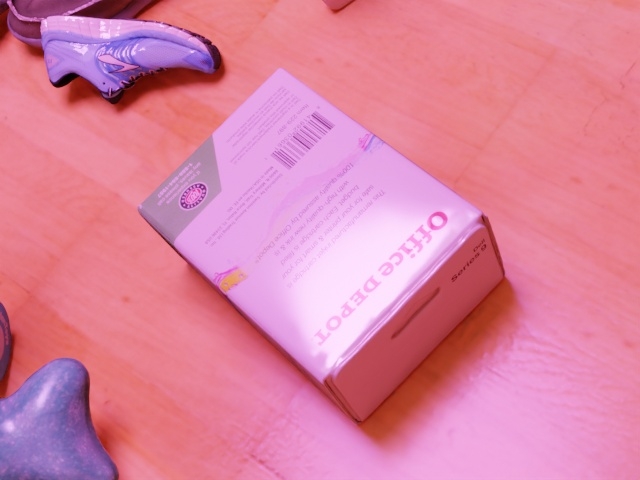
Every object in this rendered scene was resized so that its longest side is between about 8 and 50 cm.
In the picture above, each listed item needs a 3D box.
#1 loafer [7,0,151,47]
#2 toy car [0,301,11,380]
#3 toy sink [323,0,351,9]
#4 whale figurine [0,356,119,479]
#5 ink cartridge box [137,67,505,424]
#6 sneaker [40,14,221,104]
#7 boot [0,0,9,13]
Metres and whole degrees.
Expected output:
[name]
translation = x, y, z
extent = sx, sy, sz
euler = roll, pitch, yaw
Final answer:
[loafer]
translation = -0.179, -0.262, 1.009
extent = 0.251, 0.087, 0.094
euler = -27, 56, 3
[toy car]
translation = -0.358, -0.015, 0.877
extent = 0.219, 0.210, 0.238
euler = -3, 47, 6
[toy sink]
translation = 0.048, -0.336, 0.935
extent = 0.234, 0.153, 0.131
euler = -37, 56, -3
[whale figurine]
translation = -0.280, 0.166, 0.750
extent = 0.272, 0.141, 0.216
euler = -16, 88, 1
[ink cartridge box]
translation = 0.000, 0.000, 0.793
extent = 0.154, 0.093, 0.212
euler = -45, 56, -8
[sneaker]
translation = -0.163, -0.153, 0.968
extent = 0.162, 0.063, 0.073
euler = 5, 95, 13
[boot]
translation = -0.410, -0.194, 1.070
extent = 0.246, 0.083, 0.161
euler = 4, 47, 29
